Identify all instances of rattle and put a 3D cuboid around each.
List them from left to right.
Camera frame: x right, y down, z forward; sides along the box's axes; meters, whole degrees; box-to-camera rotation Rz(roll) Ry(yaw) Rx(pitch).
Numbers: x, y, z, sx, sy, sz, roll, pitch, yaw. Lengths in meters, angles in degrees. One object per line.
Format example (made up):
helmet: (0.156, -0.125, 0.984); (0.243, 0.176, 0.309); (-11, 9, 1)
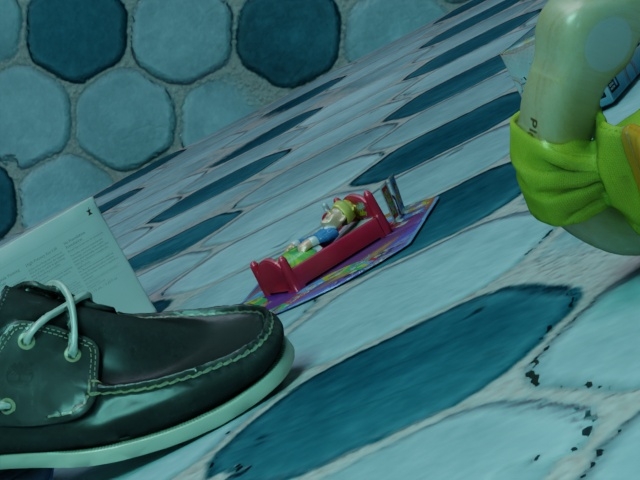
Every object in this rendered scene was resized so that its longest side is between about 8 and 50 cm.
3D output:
rattle: (0.184, -0.047, 0.668); (0.199, 0.130, 0.143); (-2, 7, -29)

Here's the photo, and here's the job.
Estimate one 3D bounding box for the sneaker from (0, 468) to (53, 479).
sneaker: (-0.168, 0.110, 0.901); (0.053, 0.059, 0.144); (-22, 26, -18)

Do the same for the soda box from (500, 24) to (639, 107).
soda box: (0.187, -0.135, 1.203); (0.058, 0.063, 0.183); (-23, 9, 31)

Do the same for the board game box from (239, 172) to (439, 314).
board game box: (0.000, 0.000, 1.084); (0.133, 0.033, 0.169); (-25, 8, 18)

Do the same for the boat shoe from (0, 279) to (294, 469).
boat shoe: (-0.130, 0.059, 0.836); (0.233, 0.079, 0.084); (-8, 30, 6)

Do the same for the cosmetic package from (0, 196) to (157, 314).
cosmetic package: (-0.240, 0.069, 1.210); (0.239, 0.099, 0.060); (-31, 9, -28)
